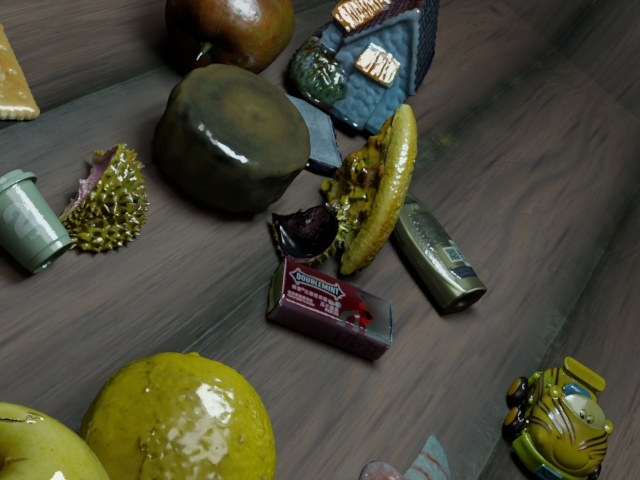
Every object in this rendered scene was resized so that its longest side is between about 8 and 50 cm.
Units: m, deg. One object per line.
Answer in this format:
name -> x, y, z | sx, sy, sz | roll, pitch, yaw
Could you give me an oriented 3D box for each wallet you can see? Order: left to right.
wallet -> -0.040, -0.238, 1.885 | 0.167, 0.036, 0.222 | 14, 42, -27

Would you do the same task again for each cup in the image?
cup -> -0.449, -0.024, 1.297 | 0.141, 0.120, 0.120 | 53, 38, -4

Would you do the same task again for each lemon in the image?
lemon -> -0.182, 0.284, 1.080 | 0.253, 0.253, 0.310 | 16, 50, -25

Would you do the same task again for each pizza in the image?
pizza -> 0.109, -0.100, 1.672 | 0.087, 0.268, 0.258 | 23, 35, -32

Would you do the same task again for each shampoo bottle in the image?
shampoo bottle -> 0.212, -0.011, 1.813 | 0.125, 0.084, 0.350 | -7, 56, -45

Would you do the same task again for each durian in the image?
durian -> -0.355, -0.074, 1.433 | 0.132, 0.165, 0.182 | -3, 12, 11
durian -> 0.002, -0.001, 1.605 | 0.108, 0.186, 0.119 | 13, 74, -47

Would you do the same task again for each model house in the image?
model house -> 0.145, -0.480, 2.007 | 0.297, 0.339, 0.360 | 37, 33, -4

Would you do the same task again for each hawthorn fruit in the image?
hawthorn fruit -> -0.194, -0.459, 1.800 | 0.267, 0.268, 0.301 | 30, 40, -10

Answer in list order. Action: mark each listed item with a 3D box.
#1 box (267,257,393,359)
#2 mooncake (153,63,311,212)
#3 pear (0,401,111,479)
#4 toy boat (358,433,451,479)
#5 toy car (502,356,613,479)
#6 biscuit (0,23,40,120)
box -> 0.019, 0.123, 1.541 | 0.224, 0.069, 0.120 | 23, 40, -15
mooncake -> -0.170, -0.185, 1.628 | 0.290, 0.161, 0.290 | 22, 42, -21
pear -> -0.359, 0.327, 0.843 | 0.348, 0.348, 0.348 | 21, 41, -20
toy boat -> 0.160, 0.410, 1.369 | 0.206, 0.096, 0.282 | 51, 27, 6
toy car -> 0.462, 0.334, 1.612 | 0.200, 0.142, 0.248 | 32, 37, -6
biscuit -> -0.604, -0.309, 1.515 | 0.160, 0.030, 0.250 | -4, 54, -41
